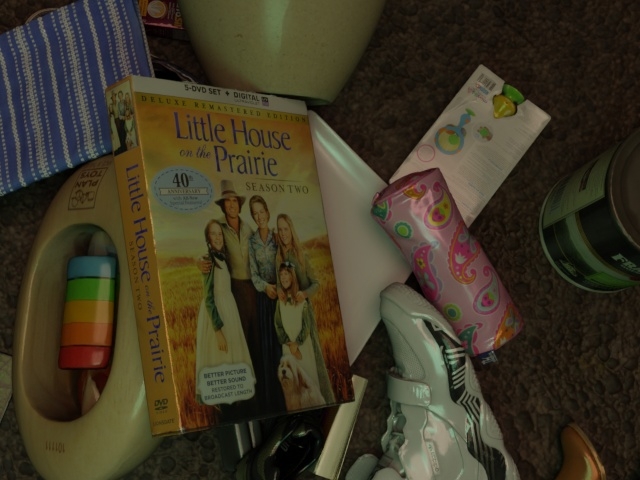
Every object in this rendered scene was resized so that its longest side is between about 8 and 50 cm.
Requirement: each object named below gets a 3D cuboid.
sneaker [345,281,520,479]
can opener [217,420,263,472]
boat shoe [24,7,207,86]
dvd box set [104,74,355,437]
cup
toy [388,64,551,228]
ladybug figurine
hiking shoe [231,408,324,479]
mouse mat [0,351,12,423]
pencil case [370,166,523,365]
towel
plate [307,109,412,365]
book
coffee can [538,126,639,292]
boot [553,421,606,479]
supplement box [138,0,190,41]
[{"bbox_3d":[0.121,0.254,1.369,0.210,0.137,0.366,-27,96,-12],"label":"sneaker"},{"bbox_3d":[-0.144,0.189,1.408,0.093,0.074,0.280,-20,80,25],"label":"can opener"},{"bbox_3d":[-0.281,-0.243,1.411,0.340,0.158,0.127,31,78,-1],"label":"boat shoe"},{"bbox_3d":[-0.105,0.015,1.243,0.307,0.062,0.420,1,76,-48],"label":"dvd box set"},{"bbox_3d":[-0.057,-0.316,1.387,0.331,0.331,0.237,3,92,-7],"label":"cup"},{"bbox_3d":[0.225,-0.134,1.507,0.137,0.056,0.237,38,84,2],"label":"toy"},{"bbox_3d":[-0.271,0.103,1.316,0.162,0.305,0.449,17,76,-49],"label":"ladybug figurine"},{"bbox_3d":[-0.025,0.262,1.350,0.086,0.114,0.227,48,50,-24],"label":"hiking shoe"},{"bbox_3d":[-0.529,0.207,1.380,0.189,0.007,0.153,20,78,-2],"label":"mouse mat"},{"bbox_3d":[0.180,0.036,1.417,0.124,0.124,0.284,-31,98,-11],"label":"pencil case"},{"bbox_3d":[-0.386,-0.200,1.352,0.336,0.040,0.243,-20,69,13],"label":"towel"},{"bbox_3d":[0.000,0.000,1.416,0.278,0.045,0.277,43,61,-14],"label":"plate"},{"bbox_3d":[0.019,0.259,1.392,0.035,0.096,0.144,22,79,-10],"label":"book"},{"bbox_3d":[0.451,-0.040,1.406,0.201,0.275,0.202,1,80,-6],"label":"coffee can"},{"bbox_3d":[0.336,0.372,1.427,0.152,0.073,0.197,-14,80,-5],"label":"boot"},{"bbox_3d":[-0.233,-0.338,1.492,0.083,0.043,0.055,6,78,-7],"label":"supplement box"}]
